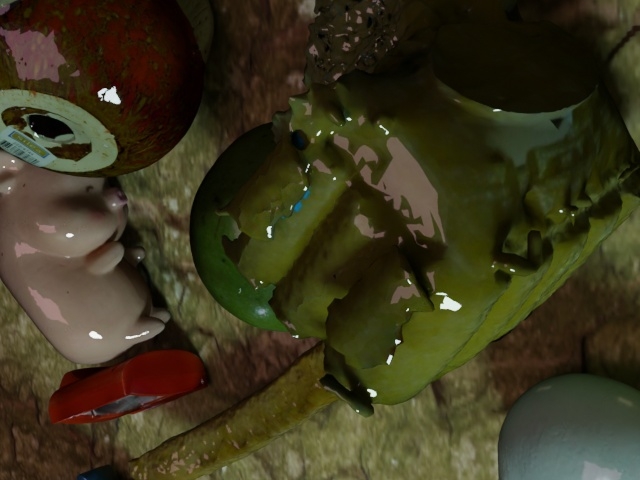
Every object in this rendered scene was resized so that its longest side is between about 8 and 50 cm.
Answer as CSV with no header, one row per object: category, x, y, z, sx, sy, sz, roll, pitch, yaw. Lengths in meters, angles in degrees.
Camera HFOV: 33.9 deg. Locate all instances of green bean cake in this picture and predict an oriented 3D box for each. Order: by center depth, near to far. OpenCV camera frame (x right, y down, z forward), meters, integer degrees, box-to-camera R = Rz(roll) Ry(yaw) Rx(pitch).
green bean cake,0.066,-0.075,0.719,0.285,0.310,0.202,48,131,11

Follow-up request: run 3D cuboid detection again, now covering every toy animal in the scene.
toy animal,-0.266,0.010,1.113,0.166,0.154,0.250,-159,50,-84

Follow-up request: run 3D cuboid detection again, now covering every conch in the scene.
conch,0.241,0.201,0.828,0.221,0.121,0.185,24,150,24

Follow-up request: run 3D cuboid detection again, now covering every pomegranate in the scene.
pomegranate,0.001,-0.001,0.886,0.225,0.187,0.187,23,119,29

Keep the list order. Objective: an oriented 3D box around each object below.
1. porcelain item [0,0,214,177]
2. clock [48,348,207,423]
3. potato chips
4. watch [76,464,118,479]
porcelain item,-0.223,-0.189,0.994,0.253,0.253,0.252,14,115,34
clock,-0.213,0.158,1.159,0.155,0.113,0.061,-22,73,41
potato chips,-0.050,0.168,1.055,0.407,0.080,0.057,-37,68,37
watch,-0.339,0.421,1.244,0.305,0.274,0.241,1,107,32
